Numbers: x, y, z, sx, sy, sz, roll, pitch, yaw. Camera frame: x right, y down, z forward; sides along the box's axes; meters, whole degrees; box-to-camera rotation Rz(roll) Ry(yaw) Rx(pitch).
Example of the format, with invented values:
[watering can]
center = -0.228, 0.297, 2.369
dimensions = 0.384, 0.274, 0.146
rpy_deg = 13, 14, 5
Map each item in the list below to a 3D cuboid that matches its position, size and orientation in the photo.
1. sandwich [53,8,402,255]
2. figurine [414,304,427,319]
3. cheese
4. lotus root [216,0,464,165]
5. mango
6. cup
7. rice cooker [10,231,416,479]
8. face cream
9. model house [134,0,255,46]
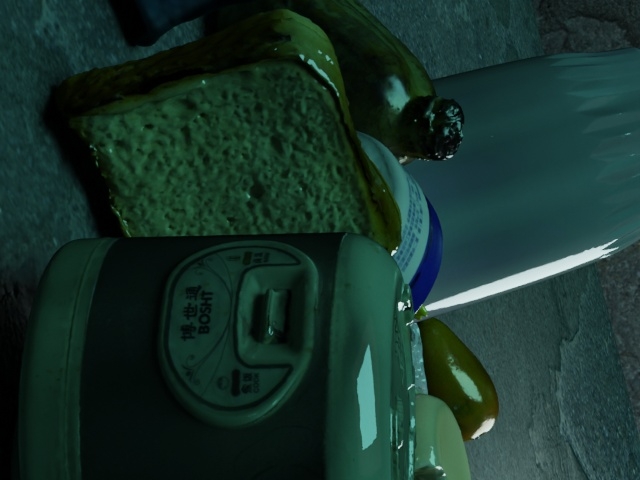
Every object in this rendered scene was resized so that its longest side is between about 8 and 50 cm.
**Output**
[sandwich]
center = -0.067, -0.052, 1.389
dimensions = 0.087, 0.226, 0.251
rpy_deg = -92, 163, -56
[figurine]
center = 0.020, 0.063, 1.702
dimensions = 0.178, 0.129, 0.109
rpy_deg = 48, 6, -49
[cheese]
center = 0.123, 0.221, 1.963
dimensions = 0.163, 0.070, 0.249
rpy_deg = 56, 28, -46
[lotus root]
center = 0.016, -0.164, 1.681
dimensions = 0.309, 0.173, 0.173
rpy_deg = 45, 0, 33
[mango]
center = 0.156, 0.172, 2.066
dimensions = 0.163, 0.089, 0.111
rpy_deg = 53, 17, -30
[cup]
center = 0.195, -0.065, 1.855
dimensions = 0.253, 0.371, 0.253
rpy_deg = 165, -90, -86
[rice cooker]
center = -0.073, 0.125, 1.174
dimensions = 0.288, 0.277, 0.288
rpy_deg = 0, 90, -82
[face cream]
center = 0.000, 0.000, 1.562
dimensions = 0.111, 0.206, 0.206
rpy_deg = 47, 35, -47
[model house]
center = -0.114, -0.366, 1.492
dimensions = 0.303, 0.215, 0.237
rpy_deg = 62, 24, -26
